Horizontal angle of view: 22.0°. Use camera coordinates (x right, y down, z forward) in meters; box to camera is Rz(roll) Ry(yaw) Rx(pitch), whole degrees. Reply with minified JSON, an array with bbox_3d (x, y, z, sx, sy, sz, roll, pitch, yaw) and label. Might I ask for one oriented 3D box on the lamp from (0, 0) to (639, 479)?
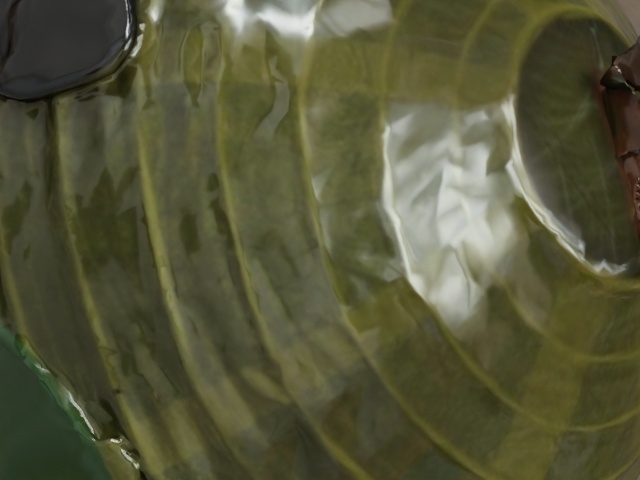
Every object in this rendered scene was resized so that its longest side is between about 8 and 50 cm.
[{"bbox_3d":[0.000,0.000,0.442,0.284,0.250,0.250,-13,90,43],"label":"lamp"}]
